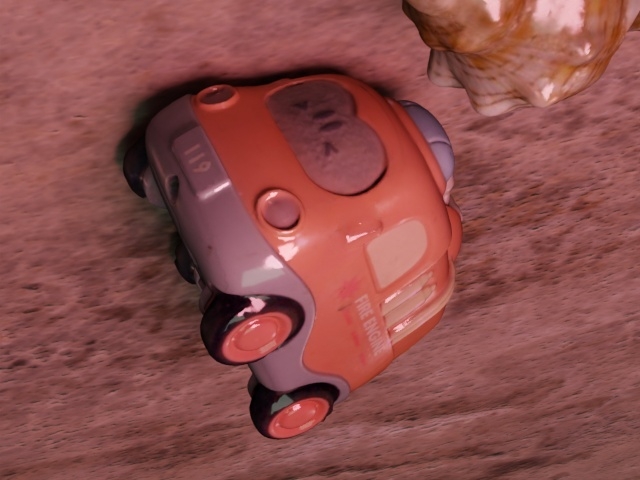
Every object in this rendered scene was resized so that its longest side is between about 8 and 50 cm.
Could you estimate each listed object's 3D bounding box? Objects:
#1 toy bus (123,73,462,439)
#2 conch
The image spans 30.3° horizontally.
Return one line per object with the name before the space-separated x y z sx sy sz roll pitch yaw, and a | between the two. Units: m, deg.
toy bus | 0.000 0.000 0.901 0.232 0.194 0.288 -24 144 -5
conch | 0.166 -0.190 0.756 0.203 0.170 0.386 -21 -173 45
